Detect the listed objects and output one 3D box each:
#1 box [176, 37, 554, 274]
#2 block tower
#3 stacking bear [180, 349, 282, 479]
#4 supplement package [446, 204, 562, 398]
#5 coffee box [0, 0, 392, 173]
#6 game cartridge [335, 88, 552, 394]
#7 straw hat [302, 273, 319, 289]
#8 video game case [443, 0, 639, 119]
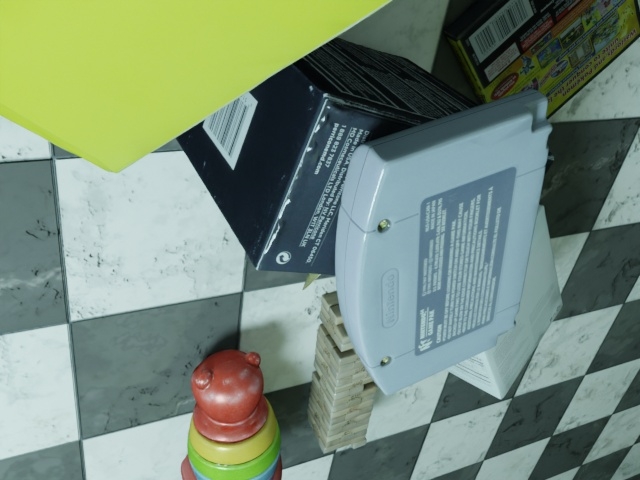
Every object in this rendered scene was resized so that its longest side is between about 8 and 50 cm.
[{"bbox_3d":[0.031,-0.106,0.698,0.293,0.296,0.183,6,121,-33],"label":"box"},{"bbox_3d":[0.043,0.241,1.124,0.097,0.091,0.336,-12,129,-22],"label":"block tower"},{"bbox_3d":[-0.143,0.298,1.020,0.175,0.164,0.289,-14,126,-21],"label":"stacking bear"},{"bbox_3d":[0.230,0.071,0.989,0.199,0.198,0.263,-50,138,-18],"label":"supplement package"},{"bbox_3d":[-0.130,-0.300,0.343,0.337,0.335,0.338,-23,143,32],"label":"coffee box"},{"bbox_3d":[0.111,0.017,0.601,0.198,0.062,0.297,-17,132,-14],"label":"game cartridge"},{"bbox_3d":[0.000,0.000,0.924,0.061,0.144,0.144,42,101,-1],"label":"straw hat"},{"bbox_3d":[0.333,-0.300,0.909,0.275,0.035,0.248,-42,134,4],"label":"video game case"}]
